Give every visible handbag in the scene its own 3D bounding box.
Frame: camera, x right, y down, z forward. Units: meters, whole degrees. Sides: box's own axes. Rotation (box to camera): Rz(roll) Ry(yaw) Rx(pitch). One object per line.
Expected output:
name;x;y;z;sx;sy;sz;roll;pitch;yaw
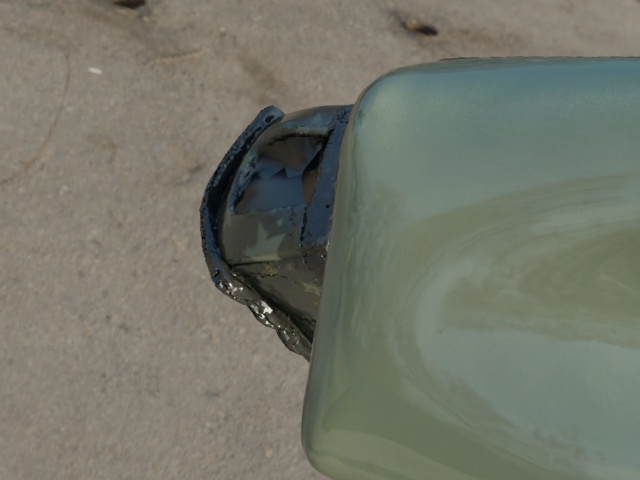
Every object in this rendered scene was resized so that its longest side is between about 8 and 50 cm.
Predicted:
handbag;0.148;0.042;0.377;0.315;0.241;0.109;13;9;30

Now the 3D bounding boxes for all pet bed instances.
pet bed;0.000;0.000;0.818;0.211;0.159;0.183;45;49;-44
